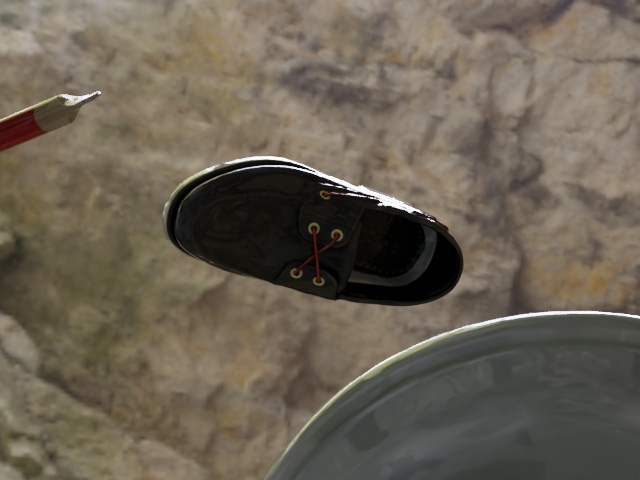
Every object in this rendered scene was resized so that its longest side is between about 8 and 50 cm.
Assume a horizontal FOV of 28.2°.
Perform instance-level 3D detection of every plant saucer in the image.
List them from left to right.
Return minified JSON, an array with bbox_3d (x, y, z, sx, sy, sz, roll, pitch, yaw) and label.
[{"bbox_3d":[0.141,0.240,0.706,0.100,0.400,0.400,-68,180,-72],"label":"plant saucer"}]

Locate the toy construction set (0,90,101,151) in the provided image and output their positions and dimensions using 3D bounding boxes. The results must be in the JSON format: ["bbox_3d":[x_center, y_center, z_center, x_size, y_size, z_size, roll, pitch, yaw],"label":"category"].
[{"bbox_3d":[-0.255,-0.119,0.838,0.237,0.309,0.257,-17,-98,26],"label":"toy construction set"}]

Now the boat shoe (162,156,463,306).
[{"bbox_3d":[0.001,-0.002,0.514,0.042,0.133,0.049,38,-67,52],"label":"boat shoe"}]
